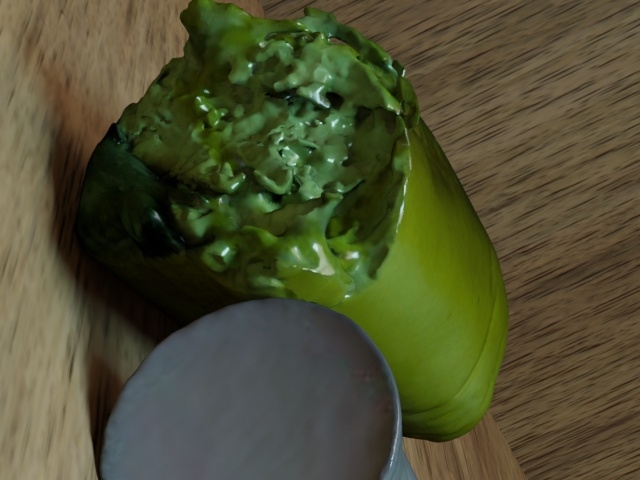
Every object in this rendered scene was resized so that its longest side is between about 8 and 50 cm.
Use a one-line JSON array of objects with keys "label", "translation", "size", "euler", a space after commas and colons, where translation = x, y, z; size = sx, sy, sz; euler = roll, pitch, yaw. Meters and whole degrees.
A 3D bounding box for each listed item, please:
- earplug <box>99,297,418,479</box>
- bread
[{"label": "earplug", "translation": [0.004, 0.180, 0.936], "size": [0.301, 0.172, 0.172], "euler": [60, 9, -54]}, {"label": "bread", "translation": [0.000, 0.000, 1.062], "size": [0.251, 0.208, 0.376], "euler": [22, -16, 29]}]
